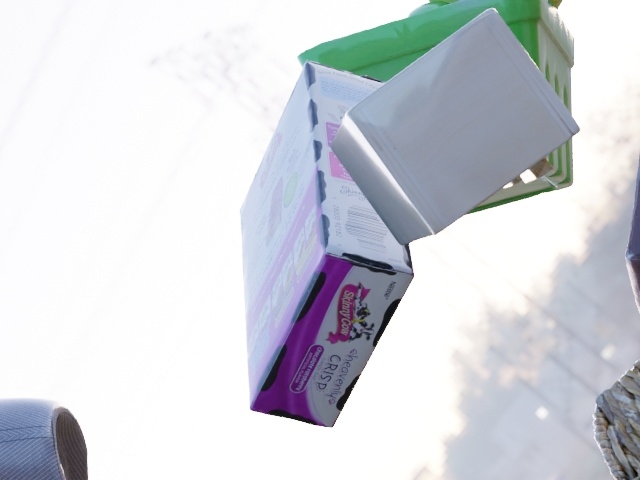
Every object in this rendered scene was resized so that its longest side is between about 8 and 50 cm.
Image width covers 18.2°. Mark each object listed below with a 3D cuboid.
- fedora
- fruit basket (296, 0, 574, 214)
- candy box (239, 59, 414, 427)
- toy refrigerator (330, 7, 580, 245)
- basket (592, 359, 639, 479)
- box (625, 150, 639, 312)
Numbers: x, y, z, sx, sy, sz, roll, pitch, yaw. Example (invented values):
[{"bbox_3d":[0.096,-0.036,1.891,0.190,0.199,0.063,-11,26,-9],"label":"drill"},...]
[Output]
[{"bbox_3d":[-0.255,0.231,1.701,0.124,0.244,0.275,-8,-48,-6],"label":"fedora"},{"bbox_3d":[0.140,-0.223,2.045,0.283,0.392,0.392,-16,-5,12],"label":"fruit basket"},{"bbox_3d":[0.000,0.000,1.475,0.233,0.071,0.159,-96,26,-49],"label":"candy box"},{"bbox_3d":[0.076,-0.058,1.214,0.102,0.094,0.269,-36,-1,-3],"label":"toy refrigerator"},{"bbox_3d":[0.399,0.237,1.760,0.213,0.299,0.223,-39,-53,-3],"label":"basket"},{"bbox_3d":[0.285,-0.010,1.098,0.167,0.203,0.168,66,-150,-49],"label":"box"}]
